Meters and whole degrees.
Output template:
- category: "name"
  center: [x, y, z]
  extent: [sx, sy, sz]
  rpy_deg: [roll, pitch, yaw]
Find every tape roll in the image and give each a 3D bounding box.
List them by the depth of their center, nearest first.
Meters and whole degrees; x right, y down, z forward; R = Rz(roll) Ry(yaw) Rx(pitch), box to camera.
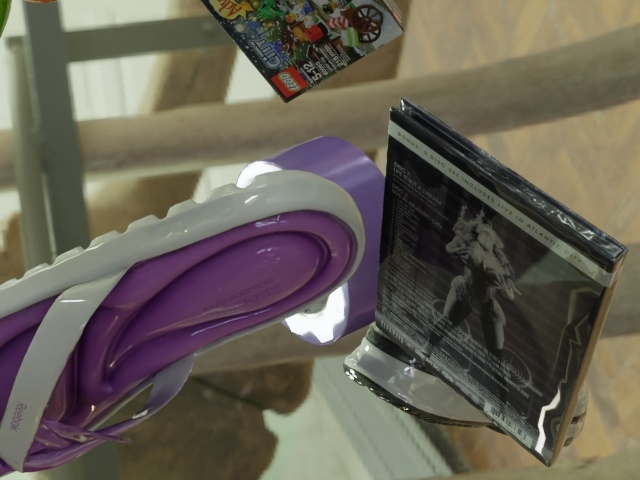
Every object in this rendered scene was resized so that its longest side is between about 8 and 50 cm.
- category: "tape roll"
  center: [0.000, 0.000, 1.082]
  extent: [0.189, 0.080, 0.189]
  rpy_deg: [38, 141, 40]

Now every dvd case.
- category: "dvd case"
  center: [0.101, 0.033, 0.707]
  extent: [0.164, 0.018, 0.221]
  rpy_deg: [39, 150, 28]

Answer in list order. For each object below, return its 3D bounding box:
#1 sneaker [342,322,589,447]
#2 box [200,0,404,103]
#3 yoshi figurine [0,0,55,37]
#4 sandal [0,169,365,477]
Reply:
- category: "sneaker"
  center: [0.227, 0.080, 1.265]
  extent: [0.169, 0.448, 0.257]
  rpy_deg: [28, 96, 36]
- category: "box"
  center: [-0.040, -0.274, 1.177]
  extent: [0.233, 0.159, 0.044]
  rpy_deg: [49, -155, -28]
- category: "yoshi figurine"
  center: [-0.222, -0.210, 0.560]
  extent: [0.203, 0.203, 0.362]
  rpy_deg: [-52, 8, 5]
- category: "sandal"
  center: [-0.153, 0.088, 0.788]
  extent: [0.169, 0.416, 0.102]
  rpy_deg: [43, -160, -45]
